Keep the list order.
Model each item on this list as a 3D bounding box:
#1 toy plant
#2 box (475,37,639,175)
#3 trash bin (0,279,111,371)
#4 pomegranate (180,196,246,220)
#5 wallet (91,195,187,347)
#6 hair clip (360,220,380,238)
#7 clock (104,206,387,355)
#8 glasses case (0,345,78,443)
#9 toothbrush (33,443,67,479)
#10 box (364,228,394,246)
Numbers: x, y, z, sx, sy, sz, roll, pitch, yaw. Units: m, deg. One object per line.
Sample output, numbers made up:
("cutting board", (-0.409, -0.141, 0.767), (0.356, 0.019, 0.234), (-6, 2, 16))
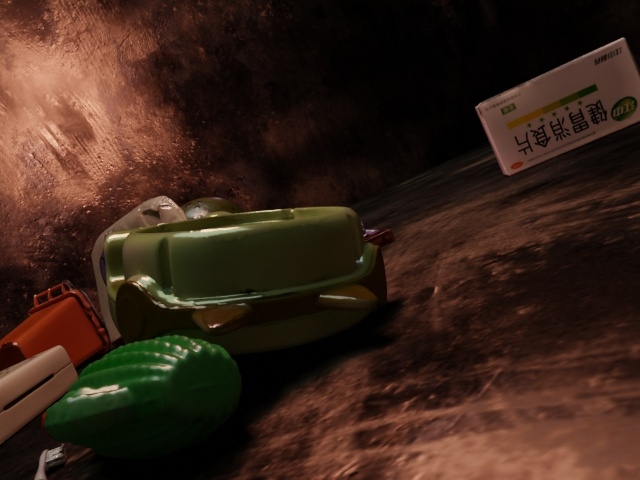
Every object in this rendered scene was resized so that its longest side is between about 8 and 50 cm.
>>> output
("toy plant", (-0.140, 0.128, 0.508), (0.154, 0.088, 0.240), (-13, -11, -19))
("box", (0.524, -0.285, 1.346), (0.332, 0.173, 0.145), (-23, 6, 18))
("trash bin", (-0.586, 0.213, 1.313), (0.161, 0.184, 0.239), (-23, 10, 19))
("pomegranate", (-0.206, 0.031, 1.417), (0.305, 0.242, 0.242), (19, 17, 13))
("wallet", (-0.373, 0.061, 1.324), (0.335, 0.275, 0.068), (-31, -23, 27))
("hair clip", (-0.004, -0.013, 1.357), (0.278, 0.090, 0.137), (-18, -17, 41))
("clock", (-0.076, 0.031, 0.658), (0.286, 0.117, 0.348), (-8, 6, -19))
("glasses case", (-0.499, 0.254, 0.939), (0.144, 0.076, 0.336), (-23, 4, 1))
("toothbrush", (-0.223, 0.201, 0.488), (0.024, 0.018, 0.257), (-19, 2, -16))
("box", (0.091, 0.005, 1.145), (0.082, 0.023, 0.051), (-24, 5, -5))
